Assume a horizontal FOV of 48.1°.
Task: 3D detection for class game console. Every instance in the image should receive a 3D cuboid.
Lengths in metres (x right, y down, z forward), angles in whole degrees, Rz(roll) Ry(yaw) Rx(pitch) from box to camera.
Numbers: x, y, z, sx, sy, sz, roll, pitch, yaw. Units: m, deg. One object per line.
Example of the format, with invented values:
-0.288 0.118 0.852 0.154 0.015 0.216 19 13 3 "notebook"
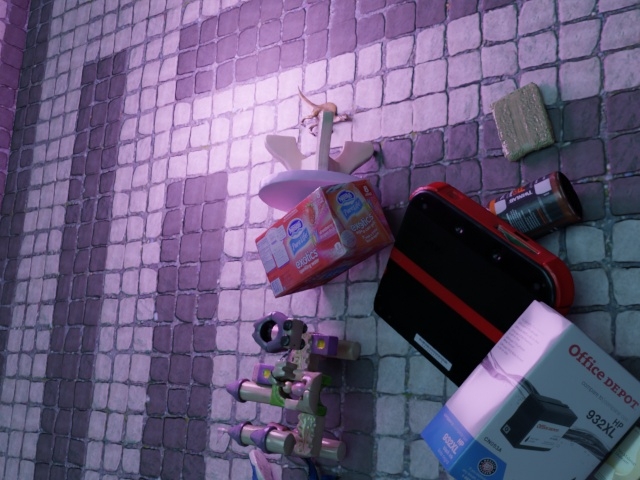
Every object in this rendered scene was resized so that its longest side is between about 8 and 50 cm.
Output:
0.279 0.106 1.399 0.386 0.060 0.342 41 129 37 "game console"

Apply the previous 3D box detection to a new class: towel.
0.410 -0.241 1.457 0.110 0.027 0.148 -25 64 30 "towel"

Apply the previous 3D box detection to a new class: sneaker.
-0.149 0.571 1.665 0.084 0.058 0.152 -37 65 15 "sneaker"

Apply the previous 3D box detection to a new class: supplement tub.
0.389 -0.048 1.375 0.198 0.106 0.106 -27 64 29 "supplement tub"

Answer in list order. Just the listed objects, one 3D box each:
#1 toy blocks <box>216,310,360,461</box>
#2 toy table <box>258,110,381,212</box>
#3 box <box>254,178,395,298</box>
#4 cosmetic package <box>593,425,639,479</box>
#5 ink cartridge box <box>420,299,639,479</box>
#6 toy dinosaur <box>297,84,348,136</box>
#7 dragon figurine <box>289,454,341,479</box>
-0.107 0.310 1.527 0.260 0.309 0.289 2 76 32 "toy blocks"
0.001 -0.159 1.634 0.252 0.274 0.161 130 146 -59 "toy table"
0.000 0.000 1.561 0.300 0.142 0.154 -36 72 50 "box"
0.524 0.374 1.208 0.060 0.041 0.115 41 105 37 "cosmetic package"
0.358 0.291 1.188 0.307 0.223 0.129 -50 17 2 "ink cartridge box"
-0.005 -0.312 1.789 0.183 0.053 0.093 34 84 30 "toy dinosaur"
-0.011 0.552 1.508 0.085 0.144 0.289 -46 56 19 "dragon figurine"
